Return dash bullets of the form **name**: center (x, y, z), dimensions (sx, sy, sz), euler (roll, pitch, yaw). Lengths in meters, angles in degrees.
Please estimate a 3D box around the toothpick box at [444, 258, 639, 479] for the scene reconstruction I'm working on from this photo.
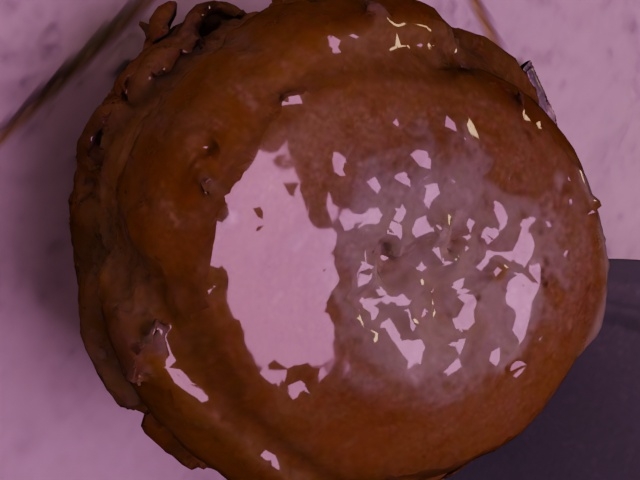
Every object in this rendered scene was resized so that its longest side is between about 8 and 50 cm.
- **toothpick box**: center (0.160, 0.189, 0.587), dimensions (0.355, 0.263, 0.263), euler (34, 84, -45)

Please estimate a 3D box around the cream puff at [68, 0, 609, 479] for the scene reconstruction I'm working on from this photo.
- **cream puff**: center (0.000, 0.000, 0.459), dimensions (0.150, 0.115, 0.165), euler (-48, 119, -18)

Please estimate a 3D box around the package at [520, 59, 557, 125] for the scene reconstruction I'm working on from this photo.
- **package**: center (0.046, -0.018, 0.562), dimensions (0.110, 0.015, 0.037), euler (-43, 124, -21)
